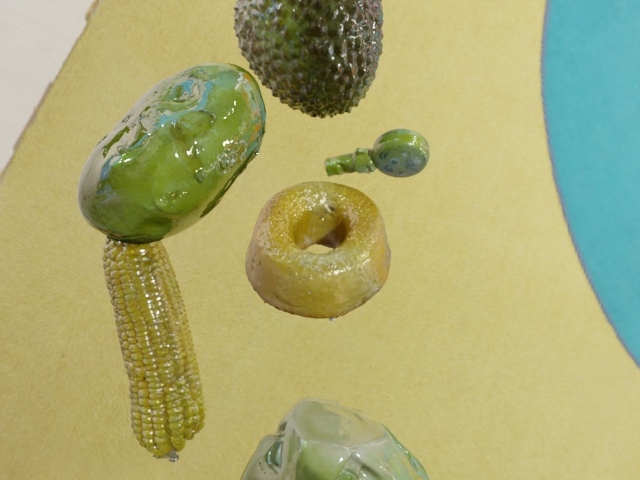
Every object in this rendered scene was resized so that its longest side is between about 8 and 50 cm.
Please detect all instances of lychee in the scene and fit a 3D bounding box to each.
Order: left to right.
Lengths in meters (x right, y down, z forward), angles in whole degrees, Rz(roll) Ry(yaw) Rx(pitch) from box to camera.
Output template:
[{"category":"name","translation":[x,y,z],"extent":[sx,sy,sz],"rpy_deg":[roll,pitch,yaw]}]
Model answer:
[{"category":"lychee","translation":[-0.015,-0.368,1.011],"extent":[0.320,0.270,0.270],"rpy_deg":[45,72,-25]}]

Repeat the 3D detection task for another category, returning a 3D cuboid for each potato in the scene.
[{"category":"potato","translation":[-0.163,-0.098,0.693],"extent":[0.253,0.186,0.148],"rpy_deg":[-45,122,-2]}]

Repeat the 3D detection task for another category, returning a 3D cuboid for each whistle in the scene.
[{"category":"whistle","translation":[0.102,-0.154,1.093],"extent":[0.104,0.198,0.057],"rpy_deg":[53,38,-49]}]

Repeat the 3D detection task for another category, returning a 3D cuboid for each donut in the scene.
[{"category":"donut","translation":[0.000,0.002,1.049],"extent":[0.277,0.109,0.278],"rpy_deg":[3,46,-3]}]

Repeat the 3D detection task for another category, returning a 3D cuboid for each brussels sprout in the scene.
[{"category":"brussels sprout","translation":[0.019,0.393,0.840],"extent":[0.281,0.289,0.355],"rpy_deg":[-30,123,-53]}]

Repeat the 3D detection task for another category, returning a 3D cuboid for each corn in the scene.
[{"category":"corn","translation":[-0.215,0.126,0.782],"extent":[0.101,0.102,0.313],"rpy_deg":[-10,98,-20]}]
